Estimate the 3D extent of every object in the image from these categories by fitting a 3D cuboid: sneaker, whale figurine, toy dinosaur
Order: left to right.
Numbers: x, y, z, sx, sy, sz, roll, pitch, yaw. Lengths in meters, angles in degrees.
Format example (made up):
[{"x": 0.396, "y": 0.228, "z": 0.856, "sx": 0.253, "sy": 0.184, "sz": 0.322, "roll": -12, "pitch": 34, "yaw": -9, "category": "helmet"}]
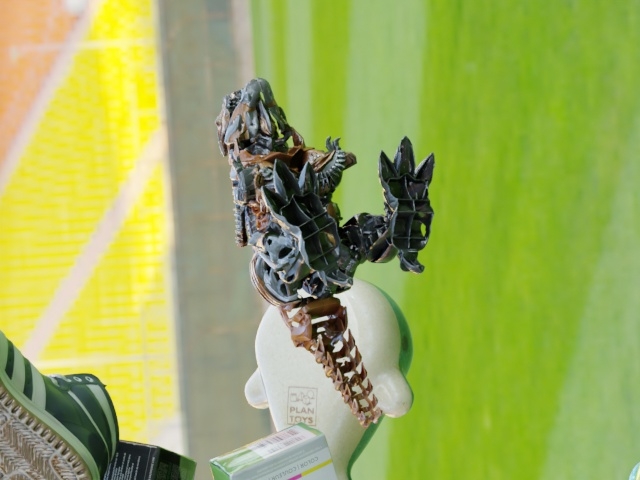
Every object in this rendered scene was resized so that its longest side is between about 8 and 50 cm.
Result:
[{"x": -0.298, "y": 0.128, "z": 1.654, "sx": 0.282, "sy": 0.099, "sz": 0.153, "roll": 51, "pitch": -165, "yaw": -2, "category": "sneaker"}, {"x": 0.000, "y": 0.000, "z": 1.599, "sx": 0.322, "sy": 0.164, "sz": 0.218, "roll": 53, "pitch": 149, "yaw": -1, "category": "toy dinosaur"}, {"x": 0.020, "y": 0.176, "z": 1.947, "sx": 0.141, "sy": 0.216, "sz": 0.272, "roll": 16, "pitch": -105, "yaw": -56, "category": "whale figurine"}]

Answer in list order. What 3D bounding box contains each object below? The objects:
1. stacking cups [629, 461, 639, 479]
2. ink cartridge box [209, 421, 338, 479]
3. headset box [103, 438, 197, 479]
[{"x": 0.293, "y": 0.236, "z": 1.511, "sx": 0.096, "sy": 0.096, "sz": 0.316, "roll": -98, "pitch": 14, "yaw": -45, "category": "stacking cups"}, {"x": -0.027, "y": 0.300, "z": 1.767, "sx": 0.062, "sy": 0.109, "sz": 0.209, "roll": 18, "pitch": 126, "yaw": 64, "category": "ink cartridge box"}, {"x": -0.297, "y": 0.314, "z": 1.786, "sx": 0.131, "sy": 0.283, "sz": 0.246, "roll": 48, "pitch": -130, "yaw": -71, "category": "headset box"}]
